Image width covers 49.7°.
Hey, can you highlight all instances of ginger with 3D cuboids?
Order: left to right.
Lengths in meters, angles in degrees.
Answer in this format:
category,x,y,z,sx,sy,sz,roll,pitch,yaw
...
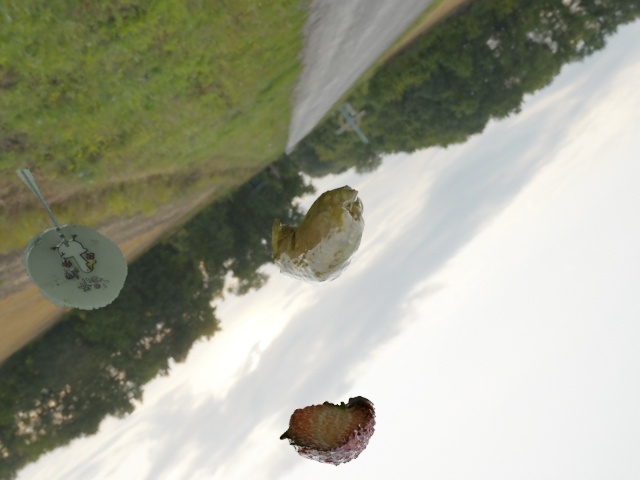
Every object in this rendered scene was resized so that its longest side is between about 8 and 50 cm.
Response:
category,x,y,z,sx,sy,sz,roll,pitch,yaw
ginger,0.000,0.000,1.297,0.267,0.152,0.138,-35,-157,34

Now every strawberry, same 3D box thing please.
category,x,y,z,sx,sy,sz,roll,pitch,yaw
strawberry,0.016,0.494,1.684,0.233,0.137,0.306,-7,-172,16

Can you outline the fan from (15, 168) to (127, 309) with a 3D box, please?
category,x,y,z,sx,sy,sz,roll,pitch,yaw
fan,-0.603,-0.010,1.609,0.233,0.414,0.012,-15,154,-45
